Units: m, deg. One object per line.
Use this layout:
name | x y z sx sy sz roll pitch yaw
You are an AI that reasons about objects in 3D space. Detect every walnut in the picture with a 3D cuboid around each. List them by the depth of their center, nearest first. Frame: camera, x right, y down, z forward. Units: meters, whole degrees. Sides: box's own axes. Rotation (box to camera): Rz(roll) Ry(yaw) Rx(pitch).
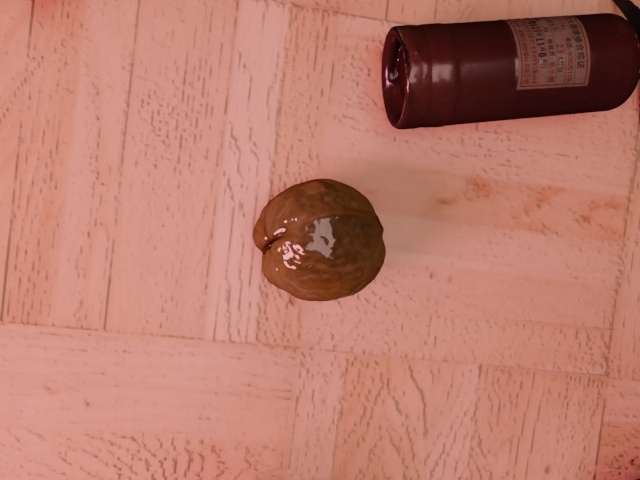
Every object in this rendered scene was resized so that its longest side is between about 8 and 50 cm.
walnut | 0.000 0.000 0.479 0.092 0.092 0.092 0 93 -8

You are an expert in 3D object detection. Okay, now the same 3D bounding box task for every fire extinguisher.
fire extinguisher | 0.159 -0.137 0.504 0.230 0.071 0.099 -8 66 -9

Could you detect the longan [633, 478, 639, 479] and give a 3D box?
longan | 0.258 0.229 0.520 0.113 0.092 0.114 -1 98 -8
